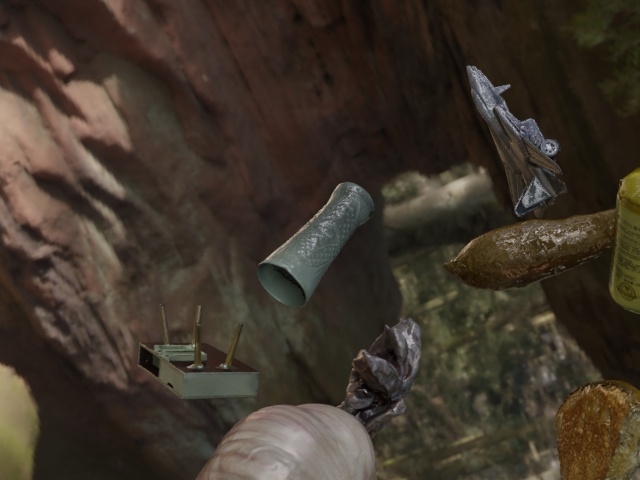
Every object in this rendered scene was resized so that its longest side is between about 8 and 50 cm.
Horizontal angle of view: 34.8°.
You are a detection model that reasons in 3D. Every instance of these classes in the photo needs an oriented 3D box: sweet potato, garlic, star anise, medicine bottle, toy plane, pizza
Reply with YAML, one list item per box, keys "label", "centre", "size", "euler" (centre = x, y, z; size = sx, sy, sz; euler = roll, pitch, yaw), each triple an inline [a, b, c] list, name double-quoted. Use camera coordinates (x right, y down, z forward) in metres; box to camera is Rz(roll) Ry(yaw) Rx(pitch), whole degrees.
- label: "sweet potato"
  centre: [0.446, 0.008, 1.969]
  size: [0.130, 0.422, 0.131]
  euler: [50, 31, -45]
- label: "garlic"
  centre: [-0.057, 0.380, 1.425]
  size: [0.317, 0.259, 0.318]
  euler: [5, 90, -66]
- label: "star anise"
  centre: [0.122, 0.307, 2.051]
  size: [0.139, 0.316, 0.359]
  euler: [35, -16, 19]
- label: "medicine bottle"
  centre: [0.524, -0.005, 1.615]
  size: [0.124, 0.124, 0.239]
  euler: [-95, 179, -54]
- label: "toy plane"
  centre: [0.313, -0.172, 1.641]
  size: [0.212, 0.088, 0.267]
  euler: [110, -38, -71]
- label: "pizza"
  centre: [0.463, 0.340, 1.663]
  size: [0.323, 0.089, 0.223]
  euler: [122, -23, -75]

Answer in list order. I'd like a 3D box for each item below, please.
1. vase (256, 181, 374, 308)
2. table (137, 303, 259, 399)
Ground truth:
- label: "vase"
  centre: [0.000, 0.000, 1.609]
  size: [0.219, 0.096, 0.096]
  euler: [-49, 122, -33]
- label: "table"
  centre: [-0.196, 0.170, 1.615]
  size: [0.240, 0.121, 0.111]
  euler: [12, -81, 63]
